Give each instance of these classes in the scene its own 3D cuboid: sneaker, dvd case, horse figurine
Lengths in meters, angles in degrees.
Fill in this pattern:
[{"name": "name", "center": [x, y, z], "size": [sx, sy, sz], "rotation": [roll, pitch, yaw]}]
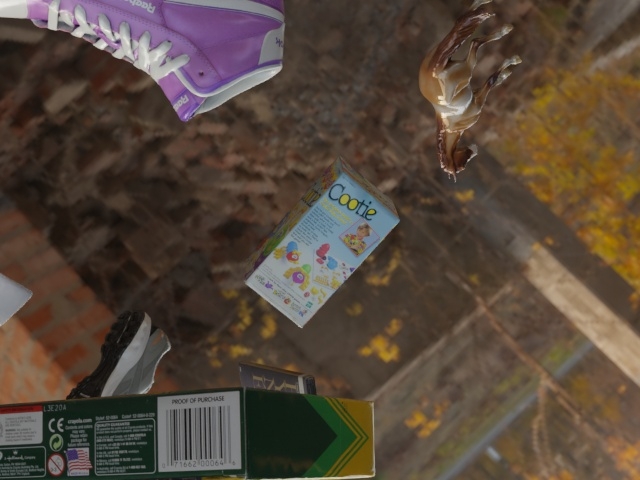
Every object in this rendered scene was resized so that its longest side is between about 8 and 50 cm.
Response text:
[{"name": "sneaker", "center": [-0.167, -0.186, 1.041], "size": [0.282, 0.161, 0.102], "rotation": [-4, 173, -12]}, {"name": "dvd case", "center": [-0.056, 0.264, 1.676], "size": [0.018, 0.164, 0.221], "rotation": [-10, -175, -29]}, {"name": "sneaker", "center": [-0.341, 0.252, 1.951], "size": [0.108, 0.100, 0.271], "rotation": [42, 73, -35]}, {"name": "horse figurine", "center": [0.191, -0.212, 1.549], "size": [0.174, 0.066, 0.263], "rotation": [-46, 151, -8]}]

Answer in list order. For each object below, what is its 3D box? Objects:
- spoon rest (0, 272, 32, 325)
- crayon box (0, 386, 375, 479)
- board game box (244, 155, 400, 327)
[{"name": "spoon rest", "center": [-0.446, -0.015, 1.367], "size": [0.137, 0.276, 0.084], "rotation": [-46, 152, -8]}, {"name": "crayon box", "center": [-0.161, 0.243, 1.409], "size": [0.363, 0.106, 0.313], "rotation": [-8, 168, 27]}, {"name": "board game box", "center": [0.000, 0.000, 2.190], "size": [0.275, 0.144, 0.142], "rotation": [-47, -167, 11]}]
